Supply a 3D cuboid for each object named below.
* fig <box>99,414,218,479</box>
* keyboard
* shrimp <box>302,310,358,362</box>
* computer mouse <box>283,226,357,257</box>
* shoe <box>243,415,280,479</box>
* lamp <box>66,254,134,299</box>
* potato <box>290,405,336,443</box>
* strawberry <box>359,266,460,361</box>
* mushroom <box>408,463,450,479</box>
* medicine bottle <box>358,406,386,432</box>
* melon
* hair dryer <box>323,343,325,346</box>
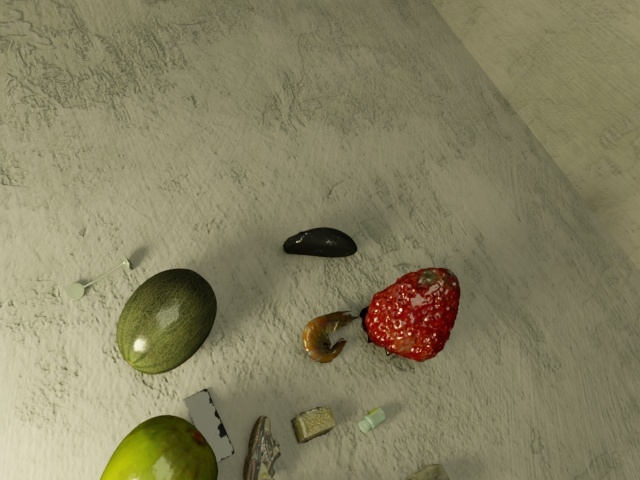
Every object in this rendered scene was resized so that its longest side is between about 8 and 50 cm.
[{"bbox_3d":[-0.404,0.592,1.162,0.258,0.258,0.326,39,74,1],"label":"fig"},{"bbox_3d":[-0.314,0.521,1.370,0.074,0.015,0.196,-21,73,-27],"label":"keyboard"},{"bbox_3d":[0.038,0.303,1.596,0.248,0.068,0.150,-27,99,-39],"label":"shrimp"},{"bbox_3d":[0.000,0.000,1.712,0.269,0.137,0.086,5,68,-21],"label":"computer mouse"},{"bbox_3d":[-0.153,0.585,1.357,0.092,0.089,0.180,16,61,-13],"label":"shoe"},{"bbox_3d":[-0.652,0.114,1.446,0.198,0.056,0.050,-34,80,-22],"label":"lamp"},{"bbox_3d":[-0.018,0.543,1.455,0.122,0.061,0.086,-10,65,-28],"label":"potato"},{"bbox_3d":[0.312,0.252,1.608,0.291,0.310,0.292,13,59,-22],"label":"strawberry"},{"bbox_3d":[0.291,0.755,1.458,0.223,0.081,0.092,-22,53,-28],"label":"mushroom"},{"bbox_3d":[0.162,0.562,1.527,0.083,0.047,0.047,-23,74,-31],"label":"medicine bottle"},{"bbox_3d":[-0.425,0.221,1.351,0.237,0.237,0.302,33,56,-3],"label":"melon"},{"bbox_3d":[-0.010,0.316,1.604,0.083,0.026,0.047,44,56,1],"label":"hair dryer"}]
